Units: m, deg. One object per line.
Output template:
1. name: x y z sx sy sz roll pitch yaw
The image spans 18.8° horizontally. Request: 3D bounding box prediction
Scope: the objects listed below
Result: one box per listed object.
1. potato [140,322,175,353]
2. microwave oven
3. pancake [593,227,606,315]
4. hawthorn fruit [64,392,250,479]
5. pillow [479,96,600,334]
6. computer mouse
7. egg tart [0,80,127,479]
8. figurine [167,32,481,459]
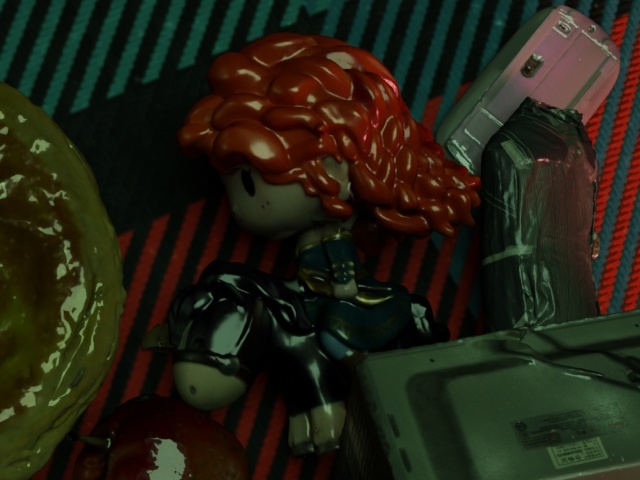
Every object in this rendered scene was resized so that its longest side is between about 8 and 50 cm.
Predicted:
1. potato: -0.130 0.096 1.927 0.093 0.036 0.037 10 73 -9
2. microwave oven: 0.251 0.245 1.770 0.432 0.374 0.236 -9 53 -14
3. pancake: 0.270 0.039 2.048 0.184 0.020 0.190 18 70 -6
4. hawthorn fruit: -0.161 0.217 1.799 0.194 0.157 0.157 36 64 -32
5. pillow: 0.225 0.015 1.967 0.161 0.092 0.335 10 74 -47
6. computer mouse: 0.224 -0.145 2.077 0.126 0.056 0.245 39 72 0
7. egg tart: -0.400 0.052 1.806 0.443 0.178 0.443 3 73 -11
8. figurine: -0.007 0.010 1.894 0.306 0.241 0.412 12 86 -4
